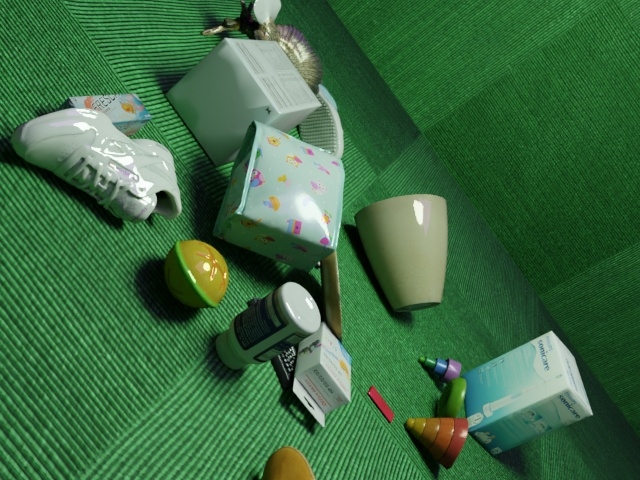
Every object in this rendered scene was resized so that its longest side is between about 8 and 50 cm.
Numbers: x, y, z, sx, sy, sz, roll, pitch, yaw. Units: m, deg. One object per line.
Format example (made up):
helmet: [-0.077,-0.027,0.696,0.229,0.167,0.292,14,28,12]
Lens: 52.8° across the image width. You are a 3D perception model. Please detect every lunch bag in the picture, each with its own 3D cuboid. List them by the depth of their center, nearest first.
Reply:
lunch bag: [-0.072,-0.100,1.303,0.224,0.160,0.262,21,57,-19]

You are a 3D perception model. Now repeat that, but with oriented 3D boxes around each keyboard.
keyboard: [-0.084,0.189,1.209,0.108,0.023,0.180,8,51,-58]

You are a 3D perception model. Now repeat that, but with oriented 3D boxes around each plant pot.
plant pot: [0.019,0.102,1.356,0.236,0.033,0.236,175,-90,-88]
plant pot: [0.240,0.047,1.742,0.257,0.257,0.273,15,62,-55]

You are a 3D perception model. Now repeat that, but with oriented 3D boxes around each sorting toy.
sorting toy: [0.271,0.384,1.553,0.126,0.127,0.365,23,25,1]

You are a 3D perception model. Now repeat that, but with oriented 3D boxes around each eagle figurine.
eagle figurine: [-0.138,-0.504,1.778,0.298,0.226,0.225,53,4,5]

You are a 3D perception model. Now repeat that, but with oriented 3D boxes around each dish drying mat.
dish drying mat: [0.132,0.357,1.406,0.083,0.008,0.032,54,25,-5]

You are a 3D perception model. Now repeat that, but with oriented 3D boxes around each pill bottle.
pill bottle: [-0.091,0.148,1.070,0.094,0.169,0.094,42,28,-28]

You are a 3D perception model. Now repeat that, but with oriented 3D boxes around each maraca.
maraca: [-0.203,0.057,1.079,0.127,0.099,0.185,63,-1,4]

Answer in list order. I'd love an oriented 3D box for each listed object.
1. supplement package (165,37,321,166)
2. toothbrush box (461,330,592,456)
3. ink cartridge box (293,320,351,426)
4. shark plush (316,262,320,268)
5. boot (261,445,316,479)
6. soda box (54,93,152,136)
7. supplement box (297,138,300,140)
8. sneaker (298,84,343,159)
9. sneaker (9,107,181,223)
supplement package: [-0.167,-0.321,1.475,0.198,0.199,0.263,55,25,-1]
toothbrush box: [0.544,0.411,1.736,0.126,0.296,0.216,45,26,-20]
ink cartridge box: [0.006,0.248,1.214,0.104,0.062,0.181,54,17,-19]
shark plush: [0.000,0.000,1.561,0.067,0.073,0.161,26,29,8]
boot: [-0.094,0.393,0.843,0.211,0.104,0.295,34,36,-39]
soda box: [-0.380,-0.214,1.126,0.058,0.063,0.183,56,25,-1]
supplement box: [-0.076,-0.130,1.510,0.114,0.111,0.220,49,26,-16]
sneaker: [0.015,-0.361,1.931,0.150,0.135,0.365,21,43,-47]
sneaker: [-0.333,-0.112,1.022,0.305,0.114,0.152,15,45,-55]
